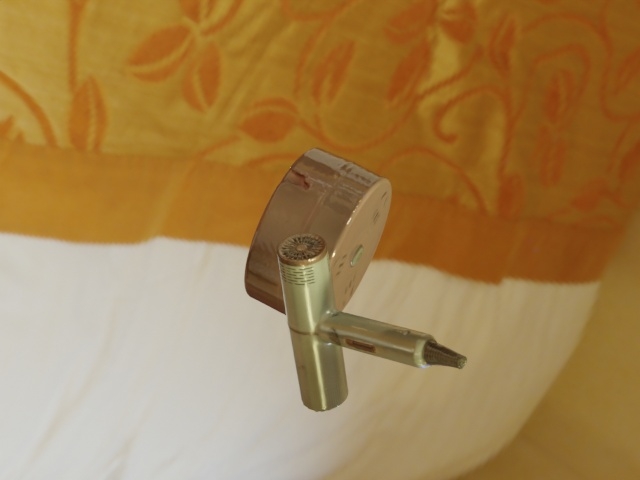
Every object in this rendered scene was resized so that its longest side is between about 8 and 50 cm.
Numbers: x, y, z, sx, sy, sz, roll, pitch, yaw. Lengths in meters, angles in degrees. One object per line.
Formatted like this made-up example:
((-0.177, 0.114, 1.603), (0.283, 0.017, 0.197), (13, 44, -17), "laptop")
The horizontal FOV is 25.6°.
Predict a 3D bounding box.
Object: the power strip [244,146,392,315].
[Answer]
((0.000, 0.000, 1.249), (0.154, 0.078, 0.154), (-58, 164, -28), "power strip")

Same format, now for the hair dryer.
((0.045, 0.090, 1.077), (0.044, 0.183, 0.154), (-36, 134, -32), "hair dryer")
